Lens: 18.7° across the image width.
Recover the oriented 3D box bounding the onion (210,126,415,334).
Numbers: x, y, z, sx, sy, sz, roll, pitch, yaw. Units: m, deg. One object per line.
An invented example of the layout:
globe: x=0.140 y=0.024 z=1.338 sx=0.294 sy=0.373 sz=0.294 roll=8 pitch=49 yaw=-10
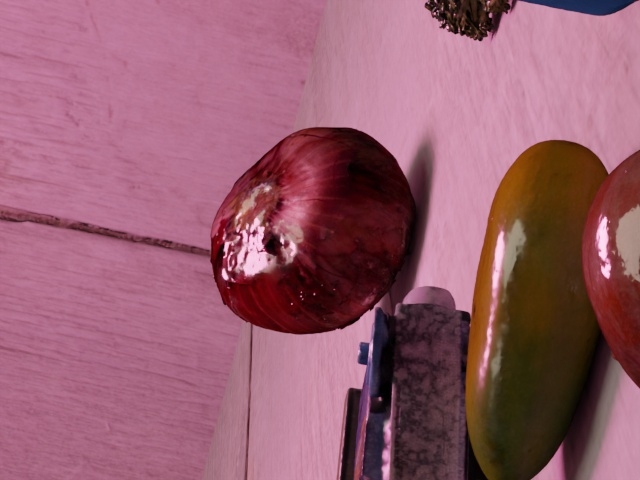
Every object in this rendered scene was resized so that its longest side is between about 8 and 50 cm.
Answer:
onion: x=0.000 y=0.000 z=2.173 sx=0.252 sy=0.219 sz=0.252 roll=-20 pitch=52 yaw=28

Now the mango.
mango: x=0.148 y=0.048 z=1.348 sx=0.137 sy=0.091 sz=0.237 roll=-83 pitch=7 yaw=-79

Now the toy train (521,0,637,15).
toy train: x=0.173 y=-0.249 z=0.953 sx=0.188 sy=0.265 sz=0.300 roll=178 pitch=103 yaw=-82

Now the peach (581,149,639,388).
peach: x=0.201 y=0.018 z=0.878 sx=0.152 sy=0.152 sz=0.152 roll=-168 pitch=90 yaw=-83

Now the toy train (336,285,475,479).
toy train: x=0.077 y=0.196 z=1.532 sx=0.202 sy=0.131 sz=0.299 roll=100 pitch=178 yaw=-51

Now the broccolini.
broccolini: x=0.170 y=-0.261 z=1.782 sx=0.079 sy=0.074 sz=0.392 roll=-45 pitch=-1 yaw=-10
